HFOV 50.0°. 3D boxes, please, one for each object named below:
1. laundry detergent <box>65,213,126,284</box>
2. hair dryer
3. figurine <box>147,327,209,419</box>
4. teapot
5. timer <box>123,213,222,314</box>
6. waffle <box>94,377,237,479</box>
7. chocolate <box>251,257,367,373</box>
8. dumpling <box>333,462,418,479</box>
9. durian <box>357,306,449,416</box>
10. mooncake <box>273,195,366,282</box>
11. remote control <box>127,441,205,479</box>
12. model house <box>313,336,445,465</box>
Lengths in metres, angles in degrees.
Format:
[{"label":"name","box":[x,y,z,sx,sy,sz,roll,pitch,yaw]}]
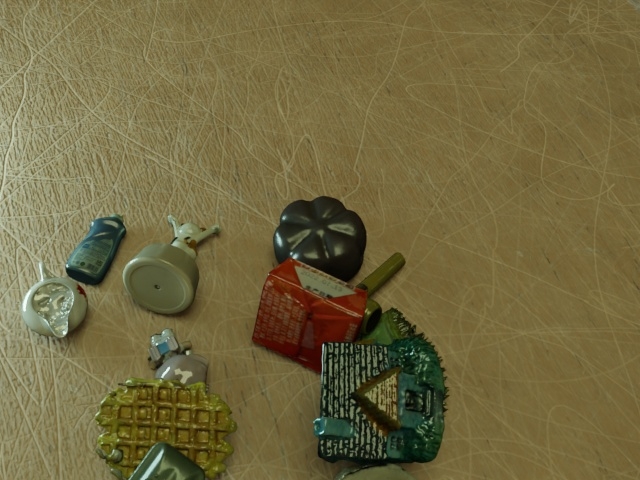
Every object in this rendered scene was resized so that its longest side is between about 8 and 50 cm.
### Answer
[{"label":"laundry detergent","box":[-0.550,0.010,1.714,0.096,0.061,0.206,16,55,6]},{"label":"hair dryer","box":[0.134,0.118,1.716,0.135,0.090,0.278,26,45,30]},{"label":"figurine","box":[-0.319,0.288,1.531,0.137,0.112,0.229,-23,51,-16]},{"label":"teapot","box":[-0.618,0.147,1.592,0.145,0.092,0.226,-20,59,-23]},{"label":"timer","box":[-0.351,0.033,1.693,0.175,0.175,0.266,16,39,3]},{"label":"waffle","box":[-0.319,0.397,1.422,0.262,0.060,0.280,-40,87,-8]},{"label":"chocolate","box":[-0.021,0.177,1.572,0.234,0.237,0.108,24,40,9]},{"label":"dumpling","box":[0.090,0.515,1.392,0.247,0.173,0.142,-7,36,-11]},{"label":"durian","box":[0.187,0.325,1.598,0.198,0.163,0.394,-24,47,23]},{"label":"mooncake","box":[0.000,0.000,1.761,0.244,0.133,0.245,0,54,1]},{"label":"remote control","box":[-0.363,0.557,1.312,0.128,0.065,0.335,34,71,4]},{"label":"model house","box":[0.094,0.312,1.394,0.241,0.225,0.261,23,58,-42]}]
